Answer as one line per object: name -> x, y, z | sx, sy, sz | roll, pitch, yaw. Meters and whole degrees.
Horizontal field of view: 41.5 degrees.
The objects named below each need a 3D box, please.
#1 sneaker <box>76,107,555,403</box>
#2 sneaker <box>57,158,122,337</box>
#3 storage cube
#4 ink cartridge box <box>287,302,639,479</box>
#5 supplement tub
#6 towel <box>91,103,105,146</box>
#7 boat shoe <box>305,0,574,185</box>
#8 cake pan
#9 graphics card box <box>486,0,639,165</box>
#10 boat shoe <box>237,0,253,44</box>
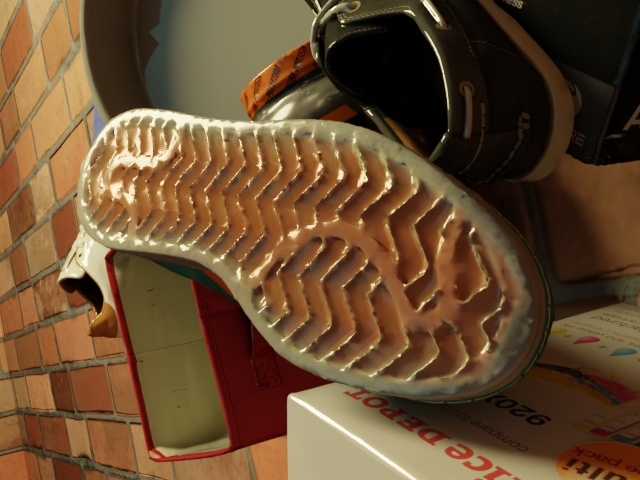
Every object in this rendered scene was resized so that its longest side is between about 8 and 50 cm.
sneaker -> 0.000, 0.000, 0.438 | 0.302, 0.121, 0.108 | 22, 92, 43
sneaker -> -0.319, 0.001, 1.199 | 0.106, 0.123, 0.290 | -52, 53, 54
storage cube -> -0.040, 0.061, 0.678 | 0.215, 0.193, 0.184 | -30, 73, 57
ink cartridge box -> 0.124, 0.146, 0.386 | 0.171, 0.232, 0.168 | 19, 115, 56
supplement tub -> 0.032, -0.036, 0.561 | 0.190, 0.117, 0.117 | 59, 147, 3
towel -> -0.219, -0.146, 1.036 | 0.336, 0.040, 0.243 | 21, 108, 56
boat shoe -> 0.032, -0.115, 0.444 | 0.233, 0.079, 0.084 | 56, 147, 37
cake pan -> -0.078, -0.179, 0.693 | 0.293, 0.054, 0.293 | 6, 101, 32
graphics card box -> 0.130, -0.249, 0.400 | 0.233, 0.094, 0.371 | 43, 133, 46
boat shoe -> -0.053, -0.243, 0.747 | 0.063, 0.066, 0.184 | -146, 40, -82
